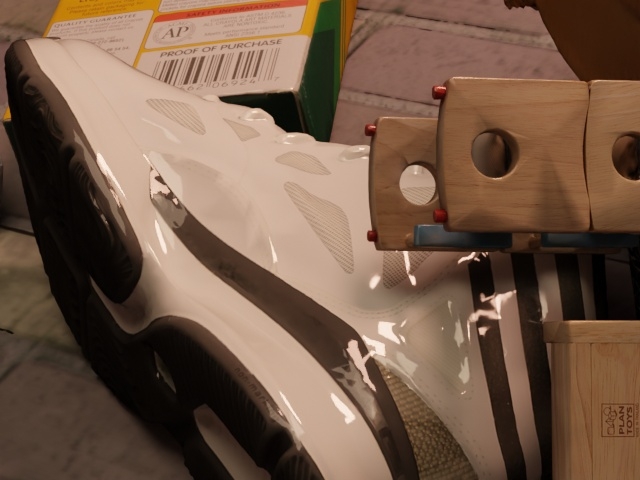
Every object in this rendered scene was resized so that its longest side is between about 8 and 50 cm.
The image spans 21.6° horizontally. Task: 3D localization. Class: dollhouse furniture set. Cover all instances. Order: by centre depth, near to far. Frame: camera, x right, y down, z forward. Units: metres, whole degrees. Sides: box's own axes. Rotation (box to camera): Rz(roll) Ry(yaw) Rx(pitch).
[{"bbox_3d":[0.097,0.028,0.753,0.129,0.184,0.129,1,-5,-12],"label":"dollhouse furniture set"}]

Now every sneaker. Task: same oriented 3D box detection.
[{"bbox_3d":[0.000,0.001,0.952,0.257,0.169,0.447,-20,44,-22],"label":"sneaker"}]

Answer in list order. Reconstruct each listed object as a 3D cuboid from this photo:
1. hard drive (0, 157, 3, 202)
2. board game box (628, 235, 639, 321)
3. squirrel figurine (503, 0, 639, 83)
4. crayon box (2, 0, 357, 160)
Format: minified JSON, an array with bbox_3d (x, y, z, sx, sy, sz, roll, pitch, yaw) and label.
[{"bbox_3d":[-0.331,-0.060,1.200,0.172,0.054,0.254,-27,38,-16],"label":"hard drive"},{"bbox_3d":[0.294,0.056,0.758,0.232,0.141,0.291,-16,36,-2],"label":"board game box"},{"bbox_3d":[0.281,-0.215,0.923,0.370,0.281,0.397,-7,-1,-18],"label":"squirrel figurine"},{"bbox_3d":[-0.084,-0.155,1.219,0.203,0.083,0.323,-5,38,13],"label":"crayon box"}]
